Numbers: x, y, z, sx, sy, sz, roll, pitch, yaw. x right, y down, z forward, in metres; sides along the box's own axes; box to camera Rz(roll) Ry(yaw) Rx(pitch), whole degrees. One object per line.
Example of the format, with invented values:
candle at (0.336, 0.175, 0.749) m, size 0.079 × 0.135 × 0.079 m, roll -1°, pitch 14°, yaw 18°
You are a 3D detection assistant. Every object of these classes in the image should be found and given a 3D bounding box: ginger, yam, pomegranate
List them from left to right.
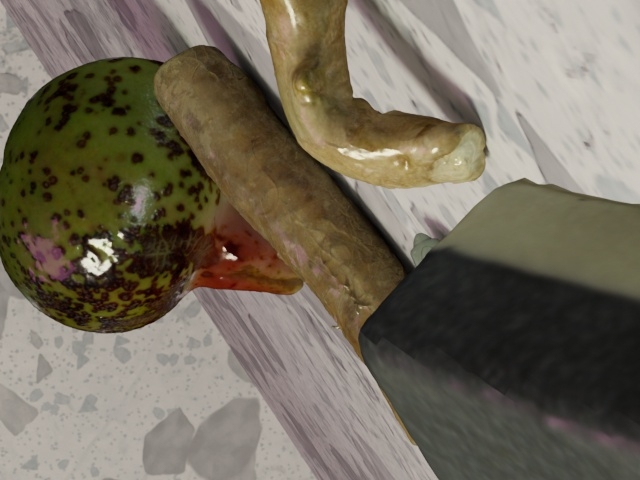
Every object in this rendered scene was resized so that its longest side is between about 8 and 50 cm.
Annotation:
pomegranate at (-0.120, -0.021, 1.229) m, size 0.248 × 0.214 × 0.214 m, roll 22°, pitch 174°, yaw -6°
ginger at (-0.035, -0.128, 0.641) m, size 0.288 × 0.075 × 0.089 m, roll 55°, pitch -147°, yaw -11°
yam at (0.000, 0.000, 0.982) m, size 0.300 × 0.066 × 0.066 m, roll 52°, pitch 171°, yaw 24°

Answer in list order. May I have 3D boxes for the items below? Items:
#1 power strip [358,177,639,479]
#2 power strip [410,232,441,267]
power strip at (0.115, 0.057, 0.324) m, size 0.256 × 0.070 × 0.105 m, roll 15°, pitch 141°, yaw 51°
power strip at (0.071, 0.028, 0.820) m, size 0.055 × 0.035 × 0.083 m, roll 63°, pitch -178°, yaw -41°
